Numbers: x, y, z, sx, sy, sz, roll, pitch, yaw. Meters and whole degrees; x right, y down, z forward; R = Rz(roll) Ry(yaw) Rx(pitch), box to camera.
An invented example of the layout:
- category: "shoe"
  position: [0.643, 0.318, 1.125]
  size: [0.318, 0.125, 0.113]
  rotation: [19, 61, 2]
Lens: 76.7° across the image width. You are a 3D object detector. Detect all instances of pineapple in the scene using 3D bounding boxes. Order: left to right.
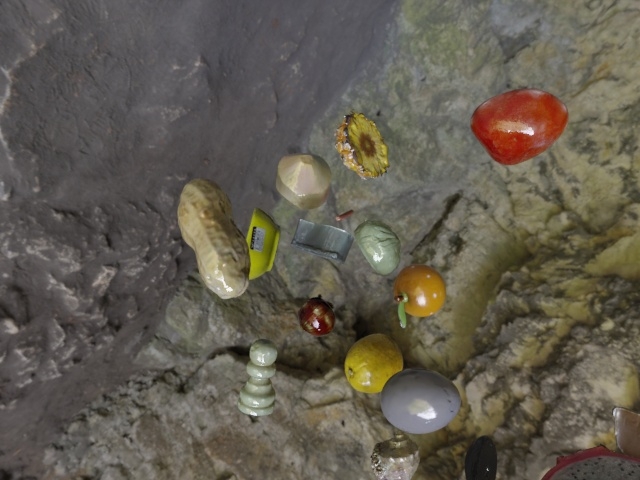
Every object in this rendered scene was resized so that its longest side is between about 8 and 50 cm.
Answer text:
- category: "pineapple"
  position: [0.114, -0.267, 1.165]
  size: [0.076, 0.224, 0.225]
  rotation: [-20, -166, 40]

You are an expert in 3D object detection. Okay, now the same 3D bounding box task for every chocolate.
- category: "chocolate"
  position: [1.042, 0.615, 1.232]
  size: [0.261, 0.083, 0.161]
  rotation: [164, -69, -73]

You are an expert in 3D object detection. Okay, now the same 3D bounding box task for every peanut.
- category: "peanut"
  position: [-0.234, -0.007, 0.888]
  size: [0.130, 0.290, 0.130]
  rotation: [-24, 158, -10]

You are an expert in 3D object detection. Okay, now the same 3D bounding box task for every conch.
- category: "conch"
  position: [0.243, 0.721, 1.286]
  size: [0.178, 0.163, 0.245]
  rotation: [8, 82, -55]

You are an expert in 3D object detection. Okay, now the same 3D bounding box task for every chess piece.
- category: "chess piece"
  position: [-0.209, 0.461, 1.397]
  size: [0.133, 0.133, 0.243]
  rotation: [-14, 112, -79]

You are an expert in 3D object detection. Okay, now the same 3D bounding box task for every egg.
- category: "egg"
  position: [0.234, 0.379, 0.963]
  size: [0.199, 0.146, 0.146]
  rotation: [-24, -168, 41]

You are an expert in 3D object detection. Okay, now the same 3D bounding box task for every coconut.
- category: "coconut"
  position: [-0.068, -0.258, 1.714]
  size: [0.259, 0.259, 0.259]
  rotation: [-48, 174, -7]

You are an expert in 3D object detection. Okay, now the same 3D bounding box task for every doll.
- category: "doll"
  position: [0.368, 0.204, 1.572]
  size: [0.236, 0.213, 0.213]
  rotation: [-19, 156, -38]

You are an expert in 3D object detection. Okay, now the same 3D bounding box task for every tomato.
- category: "tomato"
  position: [0.417, -0.235, 0.849]
  size: [0.174, 0.166, 0.082]
  rotation: [-31, -161, 40]

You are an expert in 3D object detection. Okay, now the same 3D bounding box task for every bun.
- category: "bun"
  position: [0.196, 0.014, 1.307]
  size: [0.118, 0.195, 0.195]
  rotation: [-33, 176, 9]

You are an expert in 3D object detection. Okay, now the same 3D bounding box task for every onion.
- category: "onion"
  position: [-0.007, 0.216, 1.138]
  size: [0.118, 0.118, 0.117]
  rotation: [-48, 162, -1]

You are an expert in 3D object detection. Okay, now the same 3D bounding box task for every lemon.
- category: "lemon"
  position: [0.171, 0.387, 1.281]
  size: [0.207, 0.170, 0.170]
  rotation: [-19, 158, -32]

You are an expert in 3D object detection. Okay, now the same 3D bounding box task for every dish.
- category: "dish"
  position: [-0.201, 0.026, 1.355]
  size: [0.221, 0.108, 0.262]
  rotation: [123, -22, -61]

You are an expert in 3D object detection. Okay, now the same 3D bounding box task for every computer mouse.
- category: "computer mouse"
  position: [0.636, 0.920, 1.626]
  size: [0.086, 0.137, 0.269]
  rotation: [-28, -158, 44]

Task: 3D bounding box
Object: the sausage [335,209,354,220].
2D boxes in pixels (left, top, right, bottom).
- category: "sausage"
  position: [0.145, -0.147, 2.354]
  size: [0.147, 0.030, 0.035]
  rotation: [-28, -174, -39]

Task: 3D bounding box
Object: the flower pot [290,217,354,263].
- category: "flower pot"
  position: [0.000, 0.000, 1.472]
  size: [0.103, 0.229, 0.108]
  rotation: [35, 73, -53]

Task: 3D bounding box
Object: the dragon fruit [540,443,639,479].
- category: "dragon fruit"
  position: [0.590, 0.589, 0.779]
  size: [0.305, 0.225, 0.305]
  rotation: [-24, -172, 3]
